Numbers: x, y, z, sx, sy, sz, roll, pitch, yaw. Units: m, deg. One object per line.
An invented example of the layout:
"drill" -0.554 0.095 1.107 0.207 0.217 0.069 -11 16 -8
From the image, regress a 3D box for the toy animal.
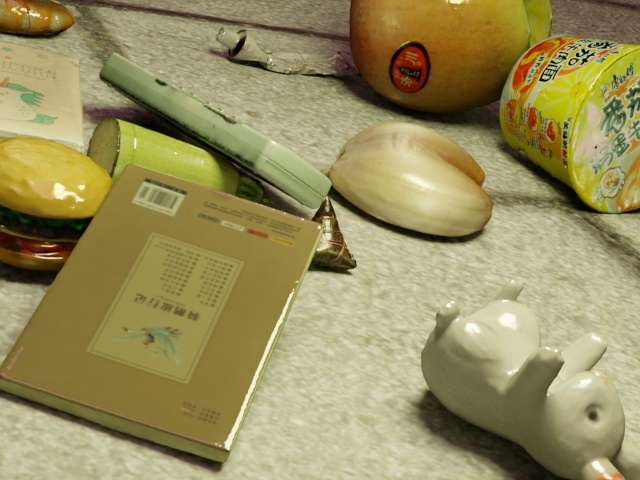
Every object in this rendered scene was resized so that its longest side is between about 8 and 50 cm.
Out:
"toy animal" 0.226 0.152 1.215 0.282 0.138 0.140 32 24 29

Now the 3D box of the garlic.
"garlic" 0.125 -0.089 1.713 0.228 0.110 0.217 8 29 -18

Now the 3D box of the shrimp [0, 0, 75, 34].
"shrimp" -0.517 -0.370 1.964 0.287 0.063 0.152 13 22 -16

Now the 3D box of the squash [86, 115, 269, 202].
"squash" -0.163 -0.078 1.543 0.224 0.094 0.094 13 23 -26

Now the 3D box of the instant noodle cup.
"instant noodle cup" 0.411 -0.194 1.961 0.264 0.264 0.200 -1 22 -34

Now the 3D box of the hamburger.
"hamburger" -0.292 -0.039 1.328 0.162 0.115 0.162 16 23 -7

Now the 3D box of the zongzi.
"zongzi" 0.000 0.000 1.520 0.067 0.073 0.083 5 66 -23

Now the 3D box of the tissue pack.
"tissue pack" -0.380 -0.164 1.596 0.170 0.071 0.325 7 25 -16

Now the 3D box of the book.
"book" -0.140 0.055 1.211 0.217 0.021 0.310 18 44 5

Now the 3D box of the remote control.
"remote control" -0.136 -0.141 1.637 0.344 0.050 0.145 31 -1 38

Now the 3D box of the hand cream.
"hand cream" -0.057 -0.307 2.138 0.257 0.050 0.084 8 26 -32

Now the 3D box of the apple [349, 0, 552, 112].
"apple" 0.214 -0.360 2.075 0.305 0.338 0.338 10 22 14
